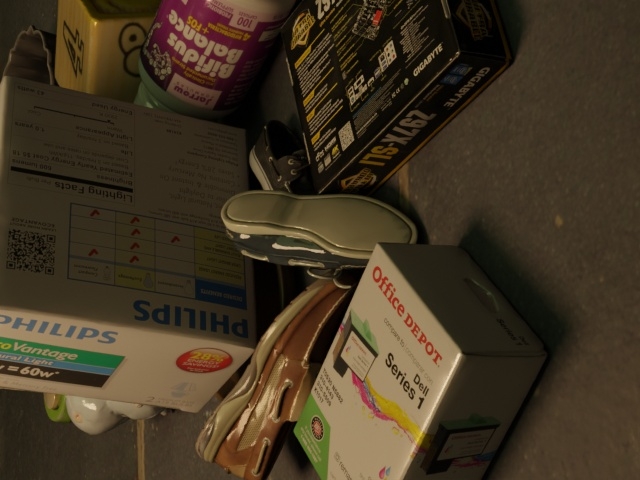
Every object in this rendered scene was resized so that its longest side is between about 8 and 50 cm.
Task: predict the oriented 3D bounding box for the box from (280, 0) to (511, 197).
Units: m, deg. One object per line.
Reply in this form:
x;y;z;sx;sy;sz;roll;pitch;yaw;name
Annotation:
0.076;-0.233;1.492;0.322;0.079;0.257;-44;49;48;box

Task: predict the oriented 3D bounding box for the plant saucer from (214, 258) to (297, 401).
-0.107;0.098;1.789;0.278;0.041;0.278;-9;80;59;plant saucer

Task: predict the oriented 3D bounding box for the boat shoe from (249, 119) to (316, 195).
-0.031;-0.089;1.658;0.228;0.080;0.076;-120;43;-54;boat shoe

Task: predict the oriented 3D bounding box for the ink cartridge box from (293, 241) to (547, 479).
0.099;0.168;1.367;0.201;0.117;0.278;54;131;46;ink cartridge box

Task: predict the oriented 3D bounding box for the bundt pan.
-0.518;-0.241;2.422;0.331;0.124;0.331;-9;79;57;bundt pan

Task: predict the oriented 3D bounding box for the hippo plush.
-0.316;0.181;2.023;0.294;0.234;0.236;-25;80;10;hippo plush

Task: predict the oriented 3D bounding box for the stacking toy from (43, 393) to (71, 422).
-0.510;0.203;2.353;0.309;0.130;0.279;-11;77;58;stacking toy

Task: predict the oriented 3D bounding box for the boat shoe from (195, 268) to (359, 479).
-0.034;0.177;1.607;0.116;0.123;0.324;36;112;9;boat shoe

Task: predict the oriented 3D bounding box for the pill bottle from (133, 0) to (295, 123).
-0.161;-0.281;1.796;0.301;0.169;0.169;-58;41;38;pill bottle

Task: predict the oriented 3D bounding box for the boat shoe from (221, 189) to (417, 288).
0.000;0.000;1.520;0.079;0.254;0.095;74;-151;-43;boat shoe

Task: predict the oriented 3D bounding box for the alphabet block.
-0.303;-0.306;1.980;0.193;0.192;0.197;52;140;43;alphabet block

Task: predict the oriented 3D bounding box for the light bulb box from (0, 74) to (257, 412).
-0.293;0.013;1.705;0.225;0.358;0.361;131;143;-49;light bulb box
